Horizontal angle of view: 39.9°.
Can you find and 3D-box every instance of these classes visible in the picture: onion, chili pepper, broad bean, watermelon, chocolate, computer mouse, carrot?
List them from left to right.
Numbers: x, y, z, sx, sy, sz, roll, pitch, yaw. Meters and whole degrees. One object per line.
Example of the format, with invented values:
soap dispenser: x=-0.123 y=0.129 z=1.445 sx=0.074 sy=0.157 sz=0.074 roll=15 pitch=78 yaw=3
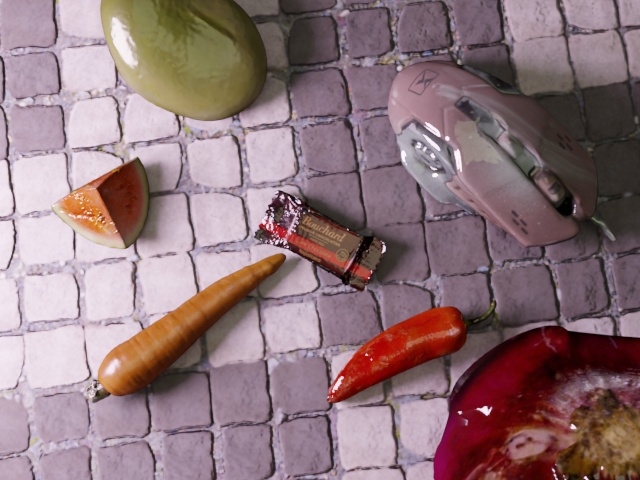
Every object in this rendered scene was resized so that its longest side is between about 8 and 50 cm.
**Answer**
watermelon: x=-0.297 y=-0.067 z=1.227 sx=0.125 sy=0.094 sz=0.135 roll=27 pitch=78 yaw=12
broad bean: x=-0.199 y=-0.280 z=1.247 sx=0.263 sy=0.121 sz=0.189 roll=37 pitch=87 yaw=3
carrot: x=-0.185 y=0.114 z=1.215 sx=0.336 sy=0.069 sz=0.069 roll=-38 pitch=83 yaw=-8
chocolate: x=0.000 y=0.000 z=1.251 sx=0.182 sy=0.028 sz=0.086 roll=25 pitch=89 yaw=5
chili pepper: x=0.123 y=0.146 z=1.214 sx=0.272 sy=0.063 sz=0.071 roll=-26 pitch=70 yaw=-1
computer mouse: x=0.257 y=-0.116 z=1.228 sx=0.389 sy=0.115 sz=0.199 roll=39 pitch=86 yaw=6
onion: x=0.359 y=0.328 z=1.088 sx=0.398 sy=0.398 sz=0.420 roll=-27 pitch=125 yaw=-4
